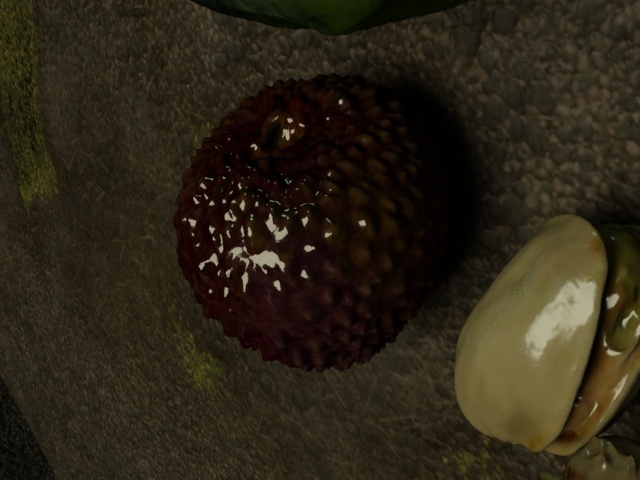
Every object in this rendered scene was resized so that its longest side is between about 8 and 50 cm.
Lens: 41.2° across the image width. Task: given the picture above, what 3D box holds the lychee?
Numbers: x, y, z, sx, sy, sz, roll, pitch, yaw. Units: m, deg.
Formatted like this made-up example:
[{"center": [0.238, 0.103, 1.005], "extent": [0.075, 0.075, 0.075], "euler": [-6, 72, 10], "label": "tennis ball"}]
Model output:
[{"center": [0.000, 0.000, 0.753], "extent": [0.271, 0.271, 0.271], "euler": [27, 127, 43], "label": "lychee"}]

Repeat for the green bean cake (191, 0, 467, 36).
[{"center": [-0.031, -0.336, 0.636], "extent": [0.319, 0.218, 0.335], "euler": [21, 124, 46], "label": "green bean cake"}]

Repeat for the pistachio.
[{"center": [0.176, 0.073, 0.638], "extent": [0.144, 0.144, 0.215], "euler": [46, 131, 29], "label": "pistachio"}]

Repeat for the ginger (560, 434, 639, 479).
[{"center": [0.271, 0.223, 0.547], "extent": [0.256, 0.176, 0.375], "euler": [50, 158, -12], "label": "ginger"}]
